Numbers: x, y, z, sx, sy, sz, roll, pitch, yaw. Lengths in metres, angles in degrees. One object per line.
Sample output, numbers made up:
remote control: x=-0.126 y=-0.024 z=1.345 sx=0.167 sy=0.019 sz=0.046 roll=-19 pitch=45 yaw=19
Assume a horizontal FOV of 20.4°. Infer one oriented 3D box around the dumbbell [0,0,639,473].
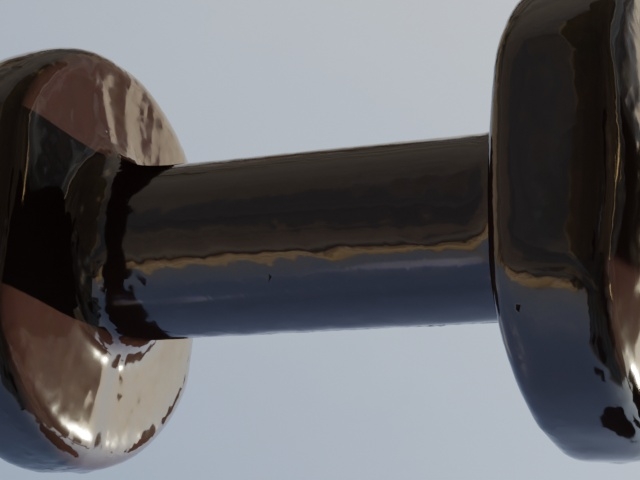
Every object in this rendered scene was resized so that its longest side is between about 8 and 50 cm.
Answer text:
dumbbell: x=0.000 y=0.000 z=0.535 sx=0.225 sy=0.140 sz=0.124 roll=-3 pitch=161 yaw=24
